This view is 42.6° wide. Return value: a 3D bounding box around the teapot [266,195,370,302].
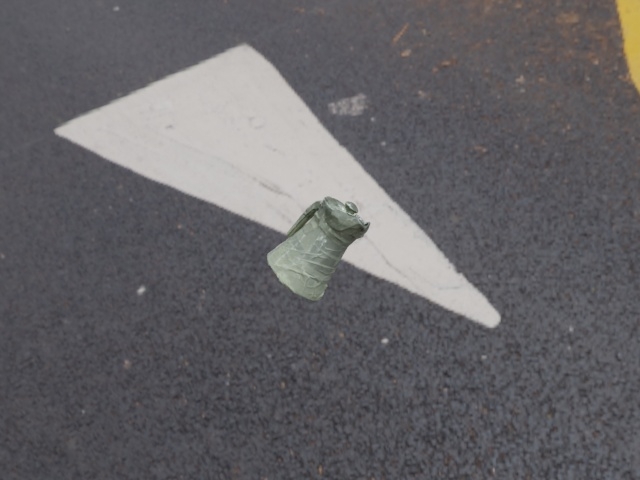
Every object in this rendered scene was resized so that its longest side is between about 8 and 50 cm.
[{"bbox_3d":[0.000,0.000,0.660,0.083,0.057,0.067,-48,47,18],"label":"teapot"}]
